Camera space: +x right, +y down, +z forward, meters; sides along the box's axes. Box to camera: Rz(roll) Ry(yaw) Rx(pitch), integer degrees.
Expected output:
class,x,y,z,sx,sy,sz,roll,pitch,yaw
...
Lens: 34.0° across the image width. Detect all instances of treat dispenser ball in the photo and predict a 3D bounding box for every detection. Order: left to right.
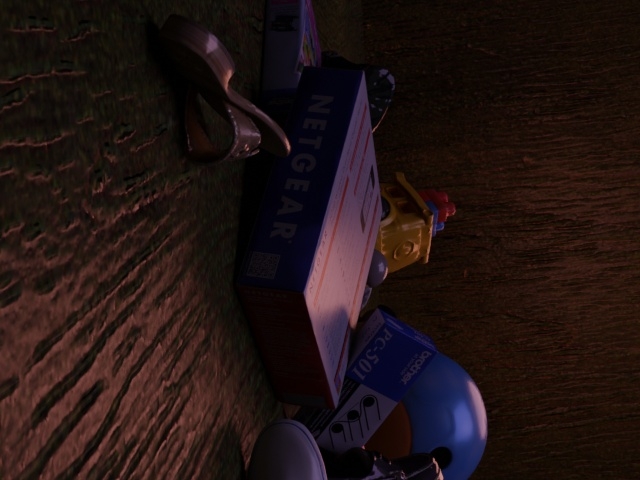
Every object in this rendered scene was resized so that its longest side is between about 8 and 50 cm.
class,x,y,z,sx,sy,sz,roll,pitch,yaw
treat dispenser ball,0.163,0.340,1.938,0.288,0.288,0.288,-3,90,-83

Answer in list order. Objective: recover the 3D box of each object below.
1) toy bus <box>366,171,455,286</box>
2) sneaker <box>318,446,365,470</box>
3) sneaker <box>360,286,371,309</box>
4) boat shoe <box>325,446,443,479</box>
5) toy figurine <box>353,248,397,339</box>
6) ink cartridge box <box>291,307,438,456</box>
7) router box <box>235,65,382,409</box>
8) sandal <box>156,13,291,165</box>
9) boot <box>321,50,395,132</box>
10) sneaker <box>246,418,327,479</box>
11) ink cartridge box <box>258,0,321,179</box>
class,x,y,z,sx,sy,sz,roll,pitch,yaw
toy bus,0.113,-0.052,1.809,0.220,0.211,0.149,-124,-155,-43
sneaker,0.006,0.401,1.497,0.136,0.116,0.313,55,24,-58
sneaker,0.052,0.025,1.989,0.115,0.090,0.232,-79,166,-75
boat shoe,0.058,0.327,1.422,0.285,0.103,0.092,-10,92,-40
toy figurine,0.037,0.136,1.576,0.209,0.148,0.213,-86,170,-45
ink cartridge box,0.060,0.200,1.444,0.207,0.097,0.046,-54,-156,14
router box,0.000,0.000,1.347,0.301,0.082,0.335,77,23,-54
sandal,-0.103,-0.109,0.958,0.079,0.088,0.240,-59,156,-11
boot,0.006,-0.182,1.632,0.236,0.085,0.178,-59,-146,7
sneaker,-0.038,0.319,1.117,0.091,0.094,0.258,76,13,-77
ink cartridge box,-0.038,-0.205,1.476,0.185,0.065,0.311,75,16,-57
